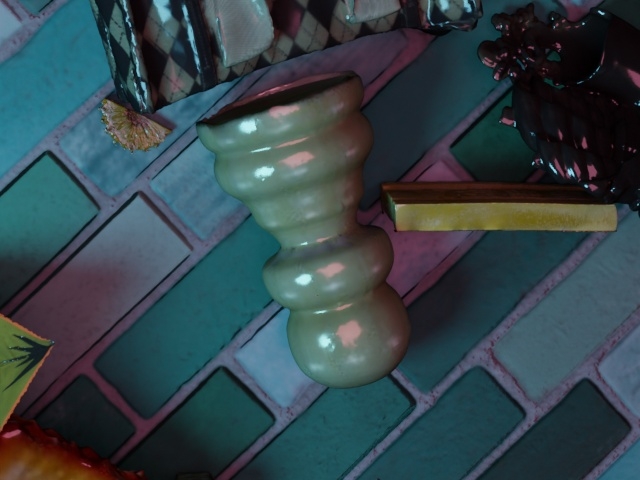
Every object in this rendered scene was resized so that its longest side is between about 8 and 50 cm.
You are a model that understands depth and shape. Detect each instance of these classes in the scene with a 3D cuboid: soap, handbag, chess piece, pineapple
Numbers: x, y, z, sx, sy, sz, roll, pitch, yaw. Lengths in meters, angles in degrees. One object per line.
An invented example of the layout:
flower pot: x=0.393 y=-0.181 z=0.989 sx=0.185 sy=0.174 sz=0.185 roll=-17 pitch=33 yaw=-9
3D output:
soap: x=0.195 y=-0.037 z=1.956 sx=0.252 sy=0.092 sz=0.037 roll=0 pitch=108 yaw=-10
handbag: x=-0.043 y=-0.318 z=1.866 sx=0.416 sy=0.180 sz=0.316 roll=-19 pitch=106 yaw=-13
chess piece: x=0.000 y=0.000 z=1.896 sx=0.182 sy=0.182 sz=0.330 roll=-19 pitch=102 yaw=-8
pineapple: x=-0.205 y=-0.119 z=1.918 sx=0.083 sy=0.019 sz=0.045 roll=29 pitch=86 yaw=-14

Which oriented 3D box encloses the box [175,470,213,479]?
box: x=-0.136 y=0.288 z=1.919 sx=0.045 sy=0.098 sz=0.062 roll=-1 pitch=94 yaw=-4

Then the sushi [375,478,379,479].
sushi: x=0.096 y=0.346 z=2.001 sx=0.120 sy=0.026 sz=0.126 roll=20 pitch=90 yaw=-10

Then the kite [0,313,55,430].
kite: x=-0.412 y=0.156 z=1.773 sx=0.327 sy=0.013 sz=0.377 roll=-20 pitch=53 yaw=11

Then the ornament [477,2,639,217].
ornament: x=0.292 y=-0.145 z=1.926 sx=0.260 sy=0.106 sz=0.251 roll=17 pitch=58 yaw=-10

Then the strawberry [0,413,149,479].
strawberry: x=-0.334 y=0.287 z=1.864 sx=0.336 sy=0.149 sz=0.265 roll=4 pitch=106 yaw=-24
